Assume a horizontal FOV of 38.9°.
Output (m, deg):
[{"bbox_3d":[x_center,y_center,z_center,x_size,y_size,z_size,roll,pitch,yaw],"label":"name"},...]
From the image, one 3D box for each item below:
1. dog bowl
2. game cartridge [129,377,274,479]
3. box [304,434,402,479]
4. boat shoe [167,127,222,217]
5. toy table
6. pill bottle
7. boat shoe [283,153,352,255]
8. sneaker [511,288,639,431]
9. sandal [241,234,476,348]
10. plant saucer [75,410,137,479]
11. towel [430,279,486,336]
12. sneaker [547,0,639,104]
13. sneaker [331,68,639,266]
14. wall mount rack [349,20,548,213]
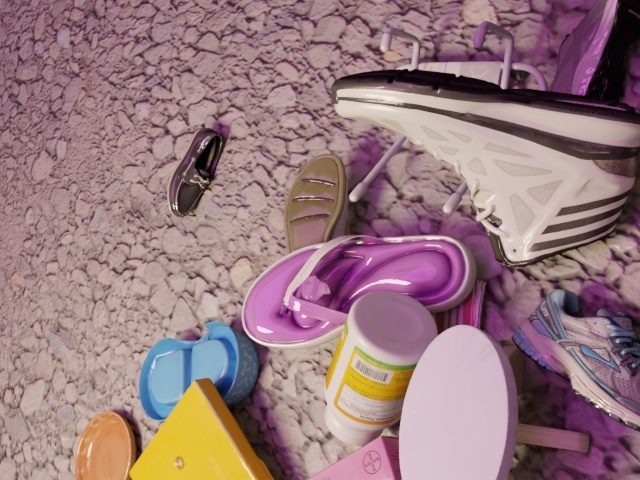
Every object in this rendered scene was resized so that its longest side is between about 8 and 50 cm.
[{"bbox_3d":[-0.238,0.263,1.781,0.297,0.074,0.166,-22,62,38],"label":"dog bowl"},{"bbox_3d":[-0.202,0.462,1.643,0.324,0.052,0.285,52,121,28],"label":"game cartridge"},{"bbox_3d":[0.084,0.456,1.377,0.213,0.117,0.243,-37,54,29],"label":"box"},{"bbox_3d":[-0.268,-0.145,1.946,0.065,0.075,0.206,14,82,48],"label":"boat shoe"},{"bbox_3d":[0.226,0.269,1.275,0.252,0.161,0.274,13,84,45],"label":"toy table"},{"bbox_3d":[0.082,0.206,1.401,0.136,0.136,0.246,60,147,38],"label":"pill bottle"},{"bbox_3d":[0.000,0.000,1.614,0.113,0.103,0.302,3,77,26],"label":"boat shoe"},{"bbox_3d":[0.383,0.156,1.203,0.283,0.110,0.122,38,99,44],"label":"sneaker"},{"bbox_3d":[0.040,0.063,1.457,0.416,0.102,0.169,-17,69,23],"label":"sandal"},{"bbox_3d":[-0.456,0.468,1.945,0.200,0.037,0.200,-15,67,39],"label":"plant saucer"},{"bbox_3d":[0.179,0.136,1.461,0.197,0.029,0.144,-7,72,45],"label":"towel"},{"bbox_3d":[0.412,-0.308,1.338,0.108,0.100,0.272,29,97,50],"label":"sneaker"},{"bbox_3d":[0.216,-0.095,1.296,0.447,0.169,0.258,13,110,16],"label":"sneaker"},{"bbox_3d":[0.187,-0.199,1.494,0.350,0.130,0.304,10,92,46],"label":"wall mount rack"}]
